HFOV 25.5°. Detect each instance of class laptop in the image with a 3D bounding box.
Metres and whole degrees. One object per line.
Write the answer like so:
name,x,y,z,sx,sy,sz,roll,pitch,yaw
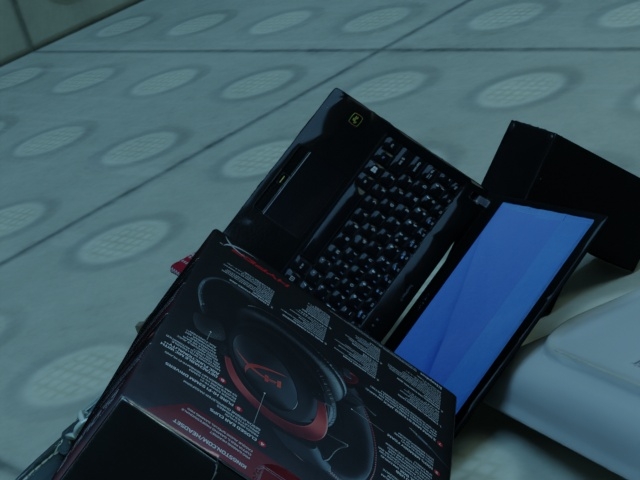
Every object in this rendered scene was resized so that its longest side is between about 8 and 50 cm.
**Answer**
laptop,0.049,0.015,1.146,0.234,0.264,0.136,-53,-10,-12

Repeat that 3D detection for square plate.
square plate,0.322,0.067,1.001,0.344,0.049,0.347,-21,13,-15

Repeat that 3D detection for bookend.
bookend,0.213,-0.002,1.256,0.157,0.156,0.072,22,4,-28

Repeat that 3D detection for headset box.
headset box,-0.035,0.140,0.886,0.110,0.218,0.293,-52,7,21

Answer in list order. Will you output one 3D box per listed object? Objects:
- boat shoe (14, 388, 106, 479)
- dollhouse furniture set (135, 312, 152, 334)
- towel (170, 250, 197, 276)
boat shoe,-0.153,0.142,1.071,0.319,0.099,0.116,-40,46,-11
dollhouse furniture set,-0.073,0.095,1.217,0.161,0.101,0.182,-5,25,28
towel,0.000,0.000,1.491,0.275,0.031,0.199,-29,26,-23
